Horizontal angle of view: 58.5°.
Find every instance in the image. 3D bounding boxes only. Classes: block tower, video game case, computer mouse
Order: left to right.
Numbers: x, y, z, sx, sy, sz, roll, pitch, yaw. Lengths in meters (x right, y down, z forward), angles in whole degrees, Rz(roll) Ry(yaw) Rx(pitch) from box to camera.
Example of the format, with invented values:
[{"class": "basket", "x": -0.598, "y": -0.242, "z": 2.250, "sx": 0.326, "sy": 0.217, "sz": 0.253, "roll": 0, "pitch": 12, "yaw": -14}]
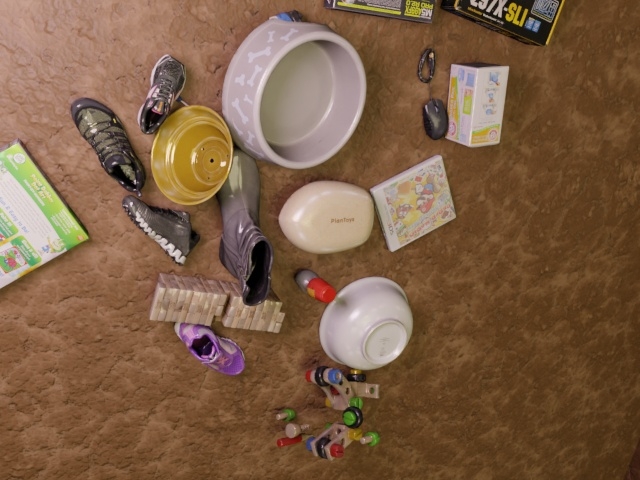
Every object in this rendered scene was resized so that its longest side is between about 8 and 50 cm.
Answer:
[{"class": "block tower", "x": -0.259, "y": 0.158, "z": 1.444, "sx": 0.336, "sy": 0.097, "sz": 0.090, "roll": 11, "pitch": 106, "yaw": -30}, {"class": "video game case", "x": 0.266, "y": -0.103, "z": 1.613, "sx": 0.227, "sy": 0.026, "sz": 0.206, "roll": -28, "pitch": 120, "yaw": -12}, {"class": "computer mouse", "x": 0.300, "y": -0.379, "z": 1.504, "sx": 0.071, "sy": 0.041, "sz": 0.241, "roll": -22, "pitch": 118, "yaw": -14}]

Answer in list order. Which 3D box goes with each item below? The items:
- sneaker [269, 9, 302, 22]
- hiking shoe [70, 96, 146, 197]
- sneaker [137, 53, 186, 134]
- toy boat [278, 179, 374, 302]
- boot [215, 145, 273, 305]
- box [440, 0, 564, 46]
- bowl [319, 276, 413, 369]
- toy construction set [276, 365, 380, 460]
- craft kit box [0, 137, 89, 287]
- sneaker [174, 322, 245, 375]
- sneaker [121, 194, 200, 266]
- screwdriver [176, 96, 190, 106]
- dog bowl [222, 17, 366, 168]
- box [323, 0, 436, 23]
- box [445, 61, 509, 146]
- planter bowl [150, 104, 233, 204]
[{"class": "sneaker", "x": -0.052, "y": -0.445, "z": 1.304, "sx": 0.085, "sy": 0.058, "sz": 0.152, "roll": -23, "pitch": 112, "yaw": -5}, {"class": "hiking shoe", "x": -0.434, "y": -0.197, "z": 1.200, "sx": 0.086, "sy": 0.114, "sz": 0.226, "roll": -36, "pitch": 121, "yaw": -8}, {"class": "sneaker", "x": -0.332, "y": -0.297, "z": 1.204, "sx": 0.072, "sy": 0.077, "sz": 0.178, "roll": 15, "pitch": 117, "yaw": -23}, {"class": "toy boat", "x": 0.000, "y": 0.000, "z": 1.481, "sx": 0.268, "sy": 0.148, "sz": 0.317, "roll": 1, "pitch": 103, "yaw": -30}, {"class": "boot", "x": -0.164, "y": -0.037, "z": 1.328, "sx": 0.118, "sy": 0.223, "sz": 0.337, "roll": -11, "pitch": 115, "yaw": -20}, {"class": "box", "x": 0.487, "y": -0.666, "z": 1.450, "sx": 0.322, "sy": 0.079, "sz": 0.256, "roll": 10, "pitch": 108, "yaw": -28}, {"class": "bowl", "x": 0.156, "y": 0.264, "z": 1.654, "sx": 0.298, "sy": 0.134, "sz": 0.297, "roll": -9, "pitch": 114, "yaw": -21}, {"class": "toy construction set", "x": 0.046, "y": 0.508, "z": 1.676, "sx": 0.309, "sy": 0.257, "sz": 0.237, "roll": -37, "pitch": 153, "yaw": 29}, {"class": "craft kit box", "x": -0.666, "y": -0.046, "z": 1.195, "sx": 0.247, "sy": 0.061, "sz": 0.249, "roll": -30, "pitch": 120, "yaw": -8}, {"class": "sneaker", "x": -0.279, "y": 0.288, "z": 1.482, "sx": 0.095, "sy": 0.104, "sz": 0.236, "roll": -43, "pitch": 123, "yaw": -5}, {"class": "sneaker", "x": -0.357, "y": -0.043, "z": 1.315, "sx": 0.106, "sy": 0.078, "sz": 0.234, "roll": -46, "pitch": 137, "yaw": -12}, {"class": "screwdriver", "x": -0.298, "y": -0.302, "z": 1.270, "sx": 0.170, "sy": 0.025, "sz": 0.024, "roll": 36, "pitch": 93, "yaw": -29}, {"class": "dog bowl", "x": -0.042, "y": -0.319, "z": 1.282, "sx": 0.349, "sy": 0.102, "sz": 0.348, "roll": -23, "pitch": 131, "yaw": -29}, {"class": "box", "x": 0.152, "y": -0.631, "z": 1.320, "sx": 0.270, "sy": 0.060, "sz": 0.216, "roll": -2, "pitch": 112, "yaw": -23}, {"class": "box", "x": 0.412, "y": -0.362, "z": 1.519, "sx": 0.103, "sy": 0.114, "sz": 0.203, "roll": -10, "pitch": 115, "yaw": -22}, {"class": "planter bowl", "x": -0.264, "y": -0.183, "z": 1.272, "sx": 0.217, "sy": 0.217, "sz": 0.090, "roll": -63, "pitch": 158, "yaw": 10}]
